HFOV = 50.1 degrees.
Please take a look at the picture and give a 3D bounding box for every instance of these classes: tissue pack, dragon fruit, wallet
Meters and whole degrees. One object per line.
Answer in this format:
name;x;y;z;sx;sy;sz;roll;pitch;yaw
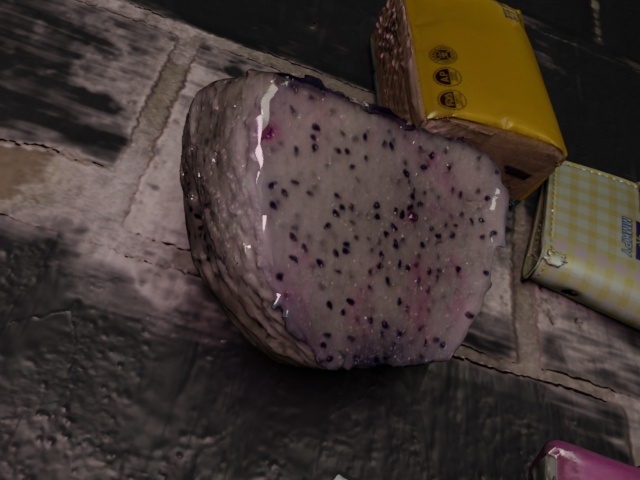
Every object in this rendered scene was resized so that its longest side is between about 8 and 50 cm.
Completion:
tissue pack;0.173;-0.189;0.843;0.192;0.134;0.271;9;53;-17
dragon fruit;0.000;0.000;0.604;0.282;0.203;0.221;10;79;-35
wallet;0.402;0.025;0.823;0.309;0.077;0.223;25;53;-2

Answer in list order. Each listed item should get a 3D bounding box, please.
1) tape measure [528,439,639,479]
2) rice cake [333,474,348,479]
tape measure;0.245;0.241;0.480;0.231;0.245;0.149;9;51;5
rice cake;-0.054;0.257;0.479;0.245;0.042;0.045;-29;58;-37
